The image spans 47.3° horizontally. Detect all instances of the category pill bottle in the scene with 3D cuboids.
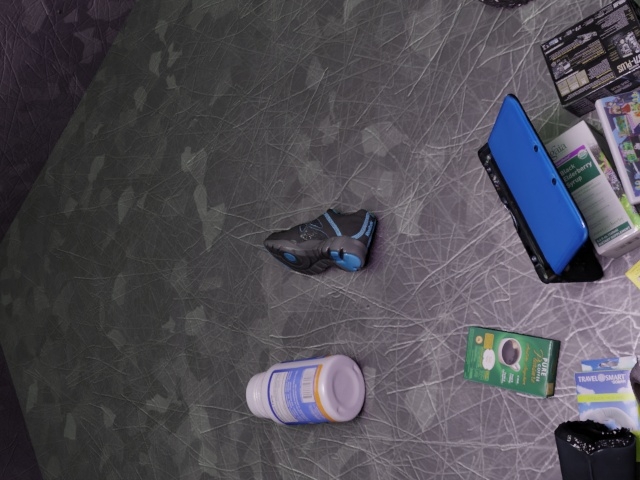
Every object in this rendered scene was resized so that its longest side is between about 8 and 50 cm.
[{"bbox_3d":[-0.043,0.356,1.720,0.272,0.152,0.152,-16,73,40],"label":"pill bottle"}]

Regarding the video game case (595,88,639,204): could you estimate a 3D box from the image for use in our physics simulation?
[{"bbox_3d":[0.596,-0.175,1.262,0.183,0.023,0.202,-13,72,6],"label":"video game case"}]

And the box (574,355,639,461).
[{"bbox_3d":[0.518,0.299,1.299,0.109,0.042,0.178,-14,75,39],"label":"box"}]

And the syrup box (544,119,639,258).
[{"bbox_3d":[0.510,-0.093,1.336,0.093,0.096,0.237,-36,62,31],"label":"syrup box"}]

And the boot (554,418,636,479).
[{"bbox_3d":[0.432,0.410,1.274,0.246,0.094,0.207,-5,105,35],"label":"boot"}]

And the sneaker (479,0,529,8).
[{"bbox_3d":[0.435,-0.569,1.496,0.271,0.100,0.108,-20,56,35],"label":"sneaker"}]

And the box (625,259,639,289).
[{"bbox_3d":[0.617,0.125,1.211,0.058,0.087,0.232,-49,53,22],"label":"box"}]

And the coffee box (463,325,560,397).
[{"bbox_3d":[0.374,0.237,1.440,0.184,0.040,0.113,4,86,43],"label":"coffee box"}]

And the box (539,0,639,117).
[{"bbox_3d":[0.529,-0.344,1.373,0.180,0.077,0.148,-29,65,36],"label":"box"}]

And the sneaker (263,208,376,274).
[{"bbox_3d":[0.000,0.000,1.790,0.340,0.125,0.140,1,56,45],"label":"sneaker"}]

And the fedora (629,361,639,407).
[{"bbox_3d":[0.588,0.281,1.119,0.124,0.275,0.244,-28,81,10],"label":"fedora"}]

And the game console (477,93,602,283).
[{"bbox_3d":[0.418,-0.088,1.294,0.173,0.250,0.293,-45,55,43],"label":"game console"}]
